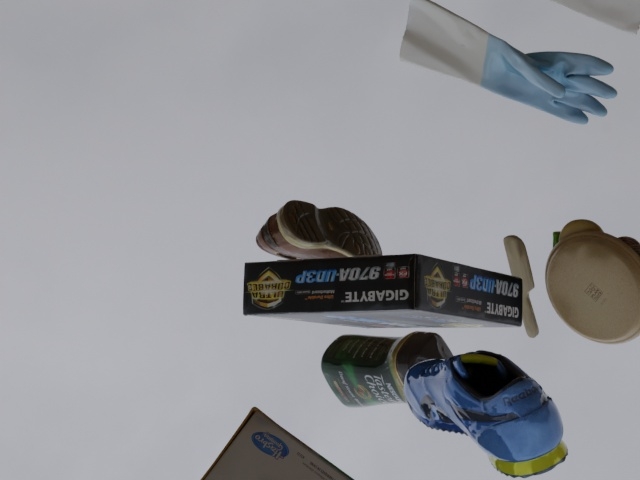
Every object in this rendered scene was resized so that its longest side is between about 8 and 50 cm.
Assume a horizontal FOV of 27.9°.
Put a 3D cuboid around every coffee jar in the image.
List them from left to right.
[{"bbox_3d":[0.091,0.166,1.649,0.184,0.096,0.079,-9,-151,49],"label":"coffee jar"}]

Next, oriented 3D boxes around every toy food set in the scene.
[{"bbox_3d":[0.285,0.041,1.305,0.192,0.132,0.038,-1,-161,42],"label":"toy food set"}]

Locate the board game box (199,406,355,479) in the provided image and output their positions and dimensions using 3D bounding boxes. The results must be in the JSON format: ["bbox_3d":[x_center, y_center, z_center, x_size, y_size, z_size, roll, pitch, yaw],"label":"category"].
[{"bbox_3d":[-0.047,0.316,0.924,0.242,0.064,0.316,36,-117,6],"label":"board game box"}]

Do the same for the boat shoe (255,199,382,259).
[{"bbox_3d":[0.000,0.000,1.414,0.178,0.060,0.064,15,-127,-49],"label":"boat shoe"}]

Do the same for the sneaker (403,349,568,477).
[{"bbox_3d":[0.117,0.109,0.984,0.069,0.082,0.209,-25,-164,-15],"label":"sneaker"}]

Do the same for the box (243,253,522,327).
[{"bbox_3d":[0.062,0.050,1.174,0.175,0.051,0.220,-3,172,32],"label":"box"}]

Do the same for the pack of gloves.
[{"bbox_3d":[0.182,-0.209,1.225,0.232,0.195,0.046,22,-136,19],"label":"pack of gloves"}]
